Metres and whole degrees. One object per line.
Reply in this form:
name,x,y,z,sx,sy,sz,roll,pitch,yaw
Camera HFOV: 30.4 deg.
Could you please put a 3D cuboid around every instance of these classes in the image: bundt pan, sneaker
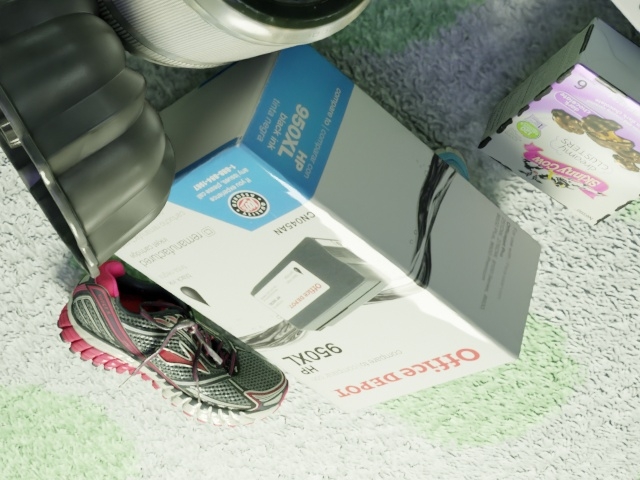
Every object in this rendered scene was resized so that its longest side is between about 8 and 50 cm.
bundt pan,-0.240,-0.135,1.063,0.124,0.331,0.331,-32,127,-14
sneaker,0.162,-0.027,1.357,0.063,0.073,0.162,-24,123,17
sneaker,-0.170,0.132,1.452,0.299,0.121,0.112,26,121,-18

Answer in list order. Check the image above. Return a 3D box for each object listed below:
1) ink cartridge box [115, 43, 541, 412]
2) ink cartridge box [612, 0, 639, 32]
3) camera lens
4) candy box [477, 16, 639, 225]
ink cartridge box,0.000,0.000,1.270,0.395,0.166,0.285,37,142,-25
ink cartridge box,0.322,-0.291,1.048,0.185,0.065,0.311,-36,134,22
camera lens,-0.084,-0.266,1.016,0.219,0.274,0.220,-1,92,-30
candy box,0.286,-0.116,1.225,0.164,0.070,0.196,32,149,-9
